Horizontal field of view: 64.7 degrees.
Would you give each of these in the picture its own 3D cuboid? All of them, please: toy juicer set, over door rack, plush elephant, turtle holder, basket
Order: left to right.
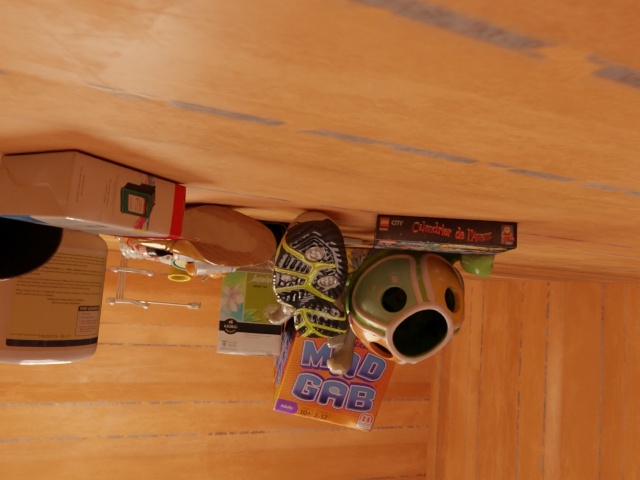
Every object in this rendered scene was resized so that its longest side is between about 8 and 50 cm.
[{"bbox_3d":[-0.539,-0.031,0.736,0.227,0.154,0.204,5,175,29],"label":"basket"},{"bbox_3d":[-0.546,0.110,1.733,0.324,0.239,0.108,8,179,-29],"label":"over door rack"},{"bbox_3d":[-0.328,0.063,1.473,0.209,0.089,0.329,6,157,-18],"label":"toy juicer set"},{"bbox_3d":[-0.025,0.154,1.338,0.255,0.330,0.272,11,-157,-8],"label":"plush elephant"},{"bbox_3d":[0.216,0.132,1.080,0.320,0.243,0.227,-14,-159,0],"label":"turtle holder"}]

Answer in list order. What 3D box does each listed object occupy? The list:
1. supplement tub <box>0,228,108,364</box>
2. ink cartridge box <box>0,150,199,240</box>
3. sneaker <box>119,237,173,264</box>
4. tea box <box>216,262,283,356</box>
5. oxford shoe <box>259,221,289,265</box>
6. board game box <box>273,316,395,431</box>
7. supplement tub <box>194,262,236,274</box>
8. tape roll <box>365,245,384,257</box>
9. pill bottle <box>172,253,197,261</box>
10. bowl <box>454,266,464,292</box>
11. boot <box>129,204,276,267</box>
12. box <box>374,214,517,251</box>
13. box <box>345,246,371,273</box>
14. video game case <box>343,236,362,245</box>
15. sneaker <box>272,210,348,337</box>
[{"bbox_3d":[-0.602,0.093,1.110,0.235,0.324,0.235,4,174,0],"label":"supplement tub"},{"bbox_3d":[-0.279,-0.049,0.675,0.134,0.078,0.231,2,174,25],"label":"ink cartridge box"},{"bbox_3d":[-0.527,0.027,1.618,0.145,0.090,0.270,4,171,12],"label":"sneaker"},{"bbox_3d":[-0.229,0.205,1.798,0.220,0.323,0.329,4,-175,-3],"label":"tea box"},{"bbox_3d":[-0.073,0.011,1.092,0.271,0.096,0.098,7,167,-29],"label":"oxford shoe"},{"bbox_3d":[0.044,0.414,1.857,0.356,0.356,0.356,16,-168,-8],"label":"board game box"},{"bbox_3d":[-0.286,0.055,1.373,0.107,0.071,0.071,-2,177,-22],"label":"supplement tub"},{"bbox_3d":[0.186,0.105,1.345,0.080,0.189,0.189,6,174,-24],"label":"tape roll"},{"bbox_3d":[-0.294,0.014,1.298,0.160,0.087,0.087,5,174,-17],"label":"pill bottle"},{"bbox_3d":[0.334,0.190,1.790,0.163,0.311,0.311,29,162,-29],"label":"bowl"},{"bbox_3d":[-0.226,-0.016,0.965,0.295,0.104,0.211,9,180,-2],"label":"boot"},{"bbox_3d":[0.215,-0.007,0.915,0.233,0.044,0.159,4,175,6],"label":"box"},{"bbox_3d":[0.076,0.118,1.644,0.290,0.177,0.279,3,175,15],"label":"box"},{"bbox_3d":[0.000,0.000,1.275,0.157,0.019,0.143,7,175,-33],"label":"video game case"},{"bbox_3d":[-0.019,0.058,1.009,0.145,0.147,0.384,-3,145,-2],"label":"sneaker"}]
